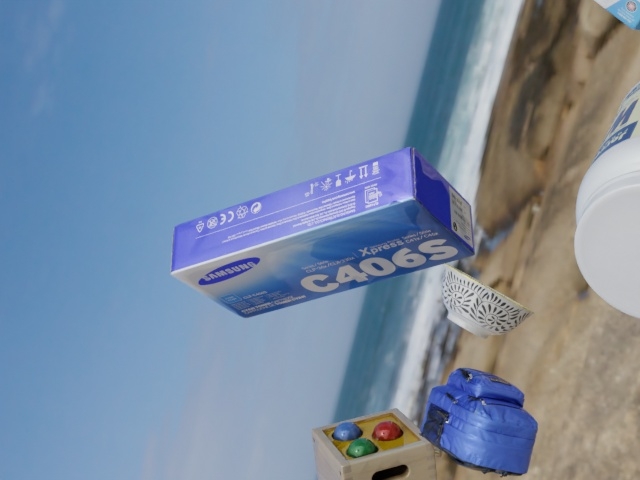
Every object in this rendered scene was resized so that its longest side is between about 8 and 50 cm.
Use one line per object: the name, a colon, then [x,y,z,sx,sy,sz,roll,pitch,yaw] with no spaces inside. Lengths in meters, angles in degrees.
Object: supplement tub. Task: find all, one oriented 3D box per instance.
supplement tub: [0.466,-0.067,1.351,0.325,0.235,0.235,-51,-20,-47]

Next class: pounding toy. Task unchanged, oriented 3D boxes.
pounding toy: [0.083,0.275,1.425,0.206,0.181,0.094,-147,48,-68]

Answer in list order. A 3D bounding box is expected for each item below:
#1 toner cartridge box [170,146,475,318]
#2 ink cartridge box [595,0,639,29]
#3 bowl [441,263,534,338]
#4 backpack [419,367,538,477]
toner cartridge box: [0.000,0.000,1.308,0.165,0.347,0.075,38,-137,-47]
ink cartridge box: [0.451,-0.387,1.417,0.060,0.104,0.180,-6,-45,-43]
bowl: [0.261,0.112,1.742,0.080,0.170,0.170,-61,-2,2]
backpack: [0.174,0.197,1.132,0.120,0.098,0.101,-149,70,-69]
